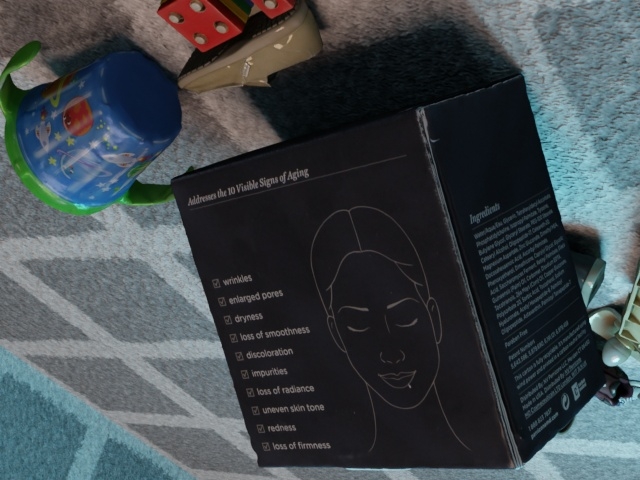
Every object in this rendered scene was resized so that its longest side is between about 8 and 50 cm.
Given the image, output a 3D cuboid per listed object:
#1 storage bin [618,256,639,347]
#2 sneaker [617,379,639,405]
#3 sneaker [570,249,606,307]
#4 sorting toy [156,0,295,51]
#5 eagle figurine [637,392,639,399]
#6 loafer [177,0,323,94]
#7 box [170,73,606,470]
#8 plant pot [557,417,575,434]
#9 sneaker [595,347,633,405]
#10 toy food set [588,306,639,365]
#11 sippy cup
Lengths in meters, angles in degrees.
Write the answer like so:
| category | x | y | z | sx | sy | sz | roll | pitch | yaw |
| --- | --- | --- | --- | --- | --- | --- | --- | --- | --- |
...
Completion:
| category | x | y | z | sx | sy | sz | roll | pitch | yaw |
| --- | --- | --- | --- | --- | --- | --- | --- | --- | --- |
| storage bin | 0.638 | 0.084 | 1.598 | 0.260 | 0.123 | 0.262 | 11 | 151 | 14 |
| sneaker | 0.636 | 0.325 | 2.079 | 0.135 | 0.058 | 0.052 | 11 | 151 | 10 |
| sneaker | 0.430 | 0.063 | 1.742 | 0.118 | 0.083 | 0.222 | 29 | 162 | 19 |
| sorting toy | -0.157 | -0.372 | 1.281 | 0.257 | 0.089 | 0.255 | -14 | 138 | 44 |
| eagle figurine | 0.783 | 0.372 | 1.881 | 0.298 | 0.225 | 0.226 | 19 | 177 | -10 |
| loafer | -0.104 | -0.262 | 1.429 | 0.268 | 0.102 | 0.092 | -15 | 132 | 43 |
| box | 0.092 | 0.059 | 1.448 | 0.480 | 0.297 | 0.471 | -10 | 101 | 41 |
| plant pot | 0.438 | 0.312 | 2.077 | 0.165 | 0.167 | 0.167 | 4 | 149 | 39 |
| sneaker | 0.493 | 0.233 | 1.889 | 0.281 | 0.106 | 0.162 | 22 | -170 | -25 |
| toy food set | 0.618 | 0.259 | 1.786 | 0.220 | 0.306 | 0.092 | 33 | 106 | -24 |
| sippy cup | -0.349 | -0.186 | 1.594 | 0.224 | 0.240 | 0.305 | -25 | 162 | 38 |
